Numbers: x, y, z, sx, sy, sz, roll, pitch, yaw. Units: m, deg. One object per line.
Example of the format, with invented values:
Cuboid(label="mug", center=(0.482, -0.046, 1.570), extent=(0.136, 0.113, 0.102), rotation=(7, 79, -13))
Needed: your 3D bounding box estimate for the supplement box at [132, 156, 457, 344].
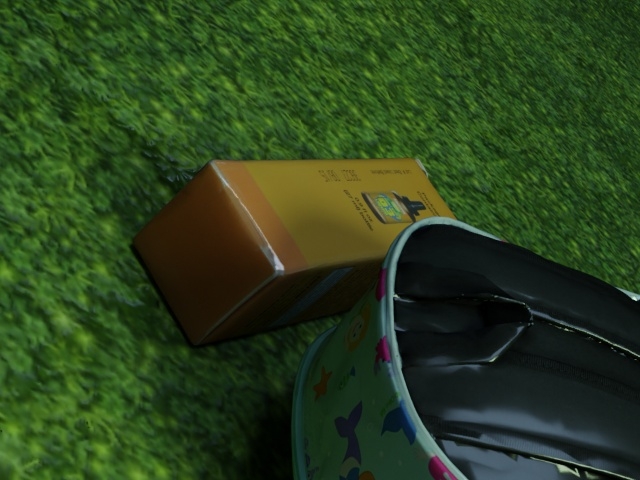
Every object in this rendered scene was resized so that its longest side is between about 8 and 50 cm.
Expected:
Cuboid(label="supplement box", center=(0.000, 0.000, 0.743), extent=(0.233, 0.080, 0.078), rotation=(-8, 60, -55))

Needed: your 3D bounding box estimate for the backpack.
Cuboid(label="backpack", center=(0.105, 0.115, 0.614), extent=(0.253, 0.191, 0.225), rotation=(28, 35, -22))
